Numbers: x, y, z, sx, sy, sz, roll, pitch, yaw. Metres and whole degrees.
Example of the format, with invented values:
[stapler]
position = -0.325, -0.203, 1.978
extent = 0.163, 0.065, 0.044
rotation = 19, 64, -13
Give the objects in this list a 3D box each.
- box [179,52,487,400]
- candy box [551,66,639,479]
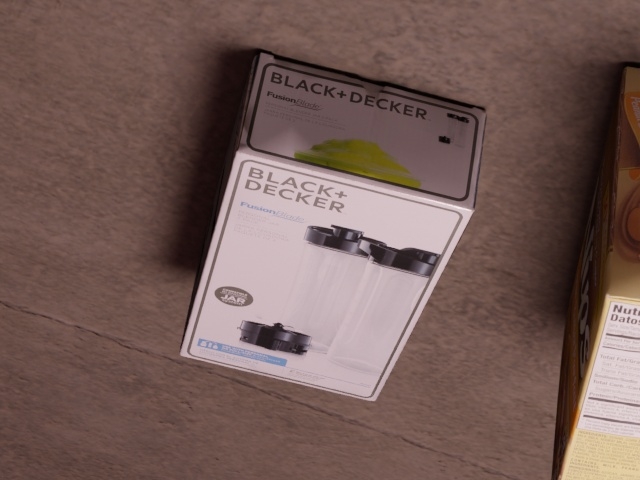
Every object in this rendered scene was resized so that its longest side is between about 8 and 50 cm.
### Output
[box]
position = 0.000, 0.000, 1.264
extent = 0.169, 0.087, 0.290
rotation = 15, 146, -6
[candy box]
position = 0.221, 0.052, 1.190
extent = 0.088, 0.183, 0.316
rotation = 7, 146, 5
